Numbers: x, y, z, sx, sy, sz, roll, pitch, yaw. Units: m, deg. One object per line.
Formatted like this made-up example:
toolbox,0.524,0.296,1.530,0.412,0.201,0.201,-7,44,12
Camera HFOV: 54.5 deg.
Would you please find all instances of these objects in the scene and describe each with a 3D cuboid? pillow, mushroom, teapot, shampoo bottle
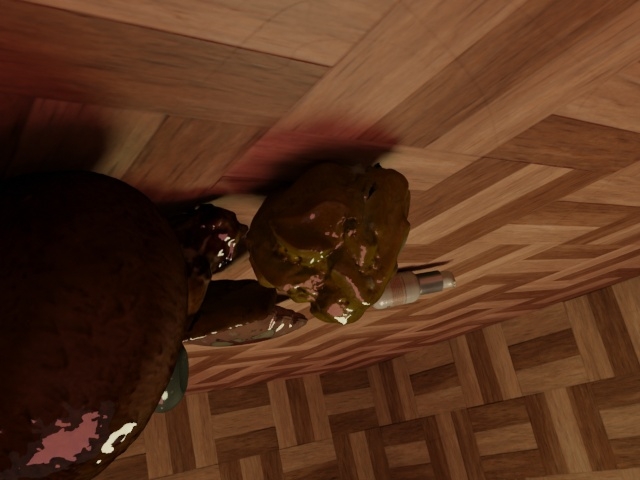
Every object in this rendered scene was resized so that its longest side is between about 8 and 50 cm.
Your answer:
pillow,-0.173,0.183,1.359,0.223,0.084,0.236,-20,158,27
mushroom,-0.266,0.091,0.642,0.331,0.334,0.356,-8,159,9
teapot,-0.440,0.307,1.442,0.250,0.184,0.183,-1,163,0
shampoo bottle,0.201,0.101,1.383,0.192,0.074,0.074,-12,163,-10

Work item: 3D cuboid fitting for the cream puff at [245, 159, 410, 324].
cream puff,0.000,0.005,0.767,0.194,0.195,0.221,-5,155,-24

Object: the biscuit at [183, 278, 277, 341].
biscuit,-0.239,0.102,0.933,0.359,0.046,0.359,-6,-176,0
